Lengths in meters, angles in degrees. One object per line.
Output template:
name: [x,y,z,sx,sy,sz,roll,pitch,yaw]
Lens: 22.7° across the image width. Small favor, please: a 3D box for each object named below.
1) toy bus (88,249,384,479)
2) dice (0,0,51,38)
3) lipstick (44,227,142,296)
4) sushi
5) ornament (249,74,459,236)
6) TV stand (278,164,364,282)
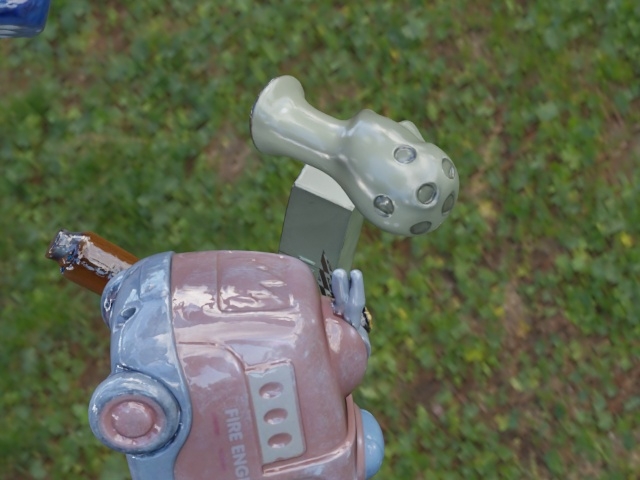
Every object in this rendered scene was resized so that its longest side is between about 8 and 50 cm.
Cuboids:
toy bus: [-0.065,0.145,1.360,0.231,0.294,0.197,-9,27,0]
dice: [-0.359,-0.290,1.678,0.146,0.143,0.146,1,87,-15]
lipstick: [-0.159,0.100,2.046,0.077,0.418,0.077,-53,18,25]
sushi: [0.032,0.079,1.862,0.026,0.126,0.120,-20,69,-12]
ornament: [0.029,-0.061,1.149,0.156,0.075,0.081,28,72,26]
TV stand: [0.000,0.000,1.976,0.082,0.269,0.088,22,53,8]
